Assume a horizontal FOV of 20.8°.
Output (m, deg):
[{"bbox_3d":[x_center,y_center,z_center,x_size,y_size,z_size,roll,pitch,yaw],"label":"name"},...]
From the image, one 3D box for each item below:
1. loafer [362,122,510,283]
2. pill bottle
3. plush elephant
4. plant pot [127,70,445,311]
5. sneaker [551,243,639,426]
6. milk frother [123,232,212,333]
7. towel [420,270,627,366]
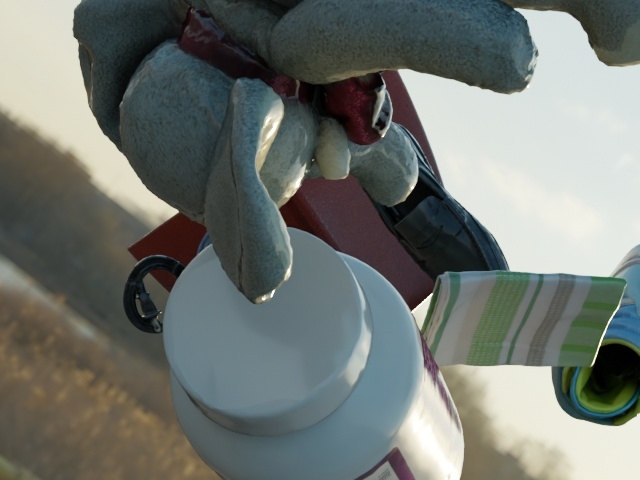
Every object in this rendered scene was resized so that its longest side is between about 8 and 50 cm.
[{"bbox_3d":[0.098,-0.015,1.623,0.223,0.076,0.078,55,29,14],"label":"loafer"},{"bbox_3d":[-0.005,0.104,1.177,0.169,0.169,0.301,36,-12,24],"label":"pill bottle"},{"bbox_3d":[-0.006,-0.106,0.966,0.330,0.255,0.272,1,34,-27],"label":"plush elephant"},{"bbox_3d":[0.000,0.000,1.945,0.267,0.267,0.235,-32,-85,44],"label":"plant pot"},{"bbox_3d":[0.318,0.157,2.021,0.127,0.208,0.319,30,-38,8],"label":"sneaker"},{"bbox_3d":[-0.100,0.037,1.539,0.129,0.143,0.135,51,-10,14],"label":"milk frother"},{"bbox_3d":[0.158,0.067,1.390,0.152,0.023,0.113,2,-40,-10],"label":"towel"}]
